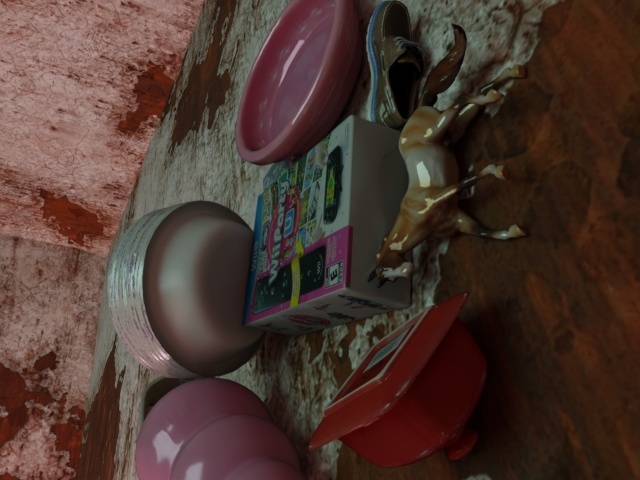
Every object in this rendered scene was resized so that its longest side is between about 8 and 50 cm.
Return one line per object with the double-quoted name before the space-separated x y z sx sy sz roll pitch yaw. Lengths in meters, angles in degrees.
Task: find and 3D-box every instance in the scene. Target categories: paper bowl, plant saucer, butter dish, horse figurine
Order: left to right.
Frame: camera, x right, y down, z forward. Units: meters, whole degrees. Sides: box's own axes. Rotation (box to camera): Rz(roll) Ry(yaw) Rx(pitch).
"paper bowl" -0.180 0.076 0.937 0.148 0.284 0.284 -9 67 34
"plant saucer" -0.034 -0.276 0.998 0.332 0.084 0.331 -37 43 43
"butter dish" 0.092 0.148 0.533 0.160 0.118 0.160 -44 -3 -43
"horse figurine" 0.132 -0.086 0.617 0.175 0.066 0.263 -19 63 54

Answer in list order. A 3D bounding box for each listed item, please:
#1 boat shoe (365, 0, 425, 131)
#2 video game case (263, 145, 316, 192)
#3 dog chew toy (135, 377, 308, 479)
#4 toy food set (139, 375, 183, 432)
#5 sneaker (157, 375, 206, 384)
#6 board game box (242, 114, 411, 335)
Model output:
"boat shoe" 0.103 -0.228 0.758 0.066 0.066 0.183 -5 83 58
"video game case" -0.056 -0.107 1.062 0.190 0.022 0.173 -50 35 43
"dog chew toy" -0.122 0.318 0.792 0.332 0.207 0.206 15 91 57
"toy food set" -0.247 0.423 1.052 0.219 0.093 0.306 82 175 -48
"sneaker" -0.319 0.347 1.263 0.115 0.105 0.281 -138 60 -64
"board game box" 0.000 0.000 0.809 0.303 0.098 0.223 -30 51 58
